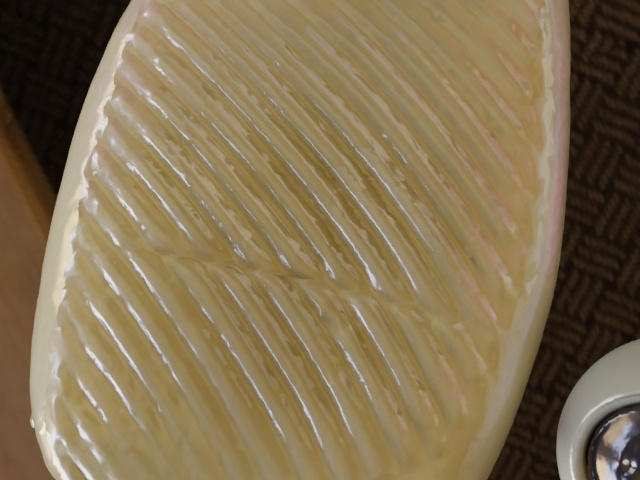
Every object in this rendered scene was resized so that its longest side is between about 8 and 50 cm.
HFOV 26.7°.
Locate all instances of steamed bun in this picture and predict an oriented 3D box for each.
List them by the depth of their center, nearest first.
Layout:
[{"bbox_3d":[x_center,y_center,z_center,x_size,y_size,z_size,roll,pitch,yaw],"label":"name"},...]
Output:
[{"bbox_3d":[0.000,0.000,0.488,0.170,0.152,0.238,14,83,9],"label":"steamed bun"}]

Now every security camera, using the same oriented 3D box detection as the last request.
[{"bbox_3d":[0.306,0.171,1.080,0.236,0.194,0.194,15,111,-4],"label":"security camera"}]
